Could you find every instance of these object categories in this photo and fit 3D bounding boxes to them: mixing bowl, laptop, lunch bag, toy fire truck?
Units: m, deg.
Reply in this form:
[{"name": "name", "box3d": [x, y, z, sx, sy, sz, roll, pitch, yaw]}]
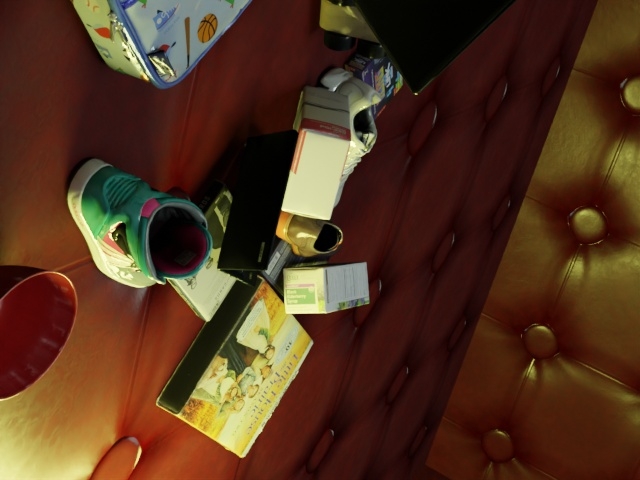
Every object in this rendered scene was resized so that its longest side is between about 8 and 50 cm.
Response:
[{"name": "mixing bowl", "box3d": [-0.408, 0.101, 1.289, 0.181, 0.098, 0.181, -49, 154, -34]}, {"name": "laptop", "box3d": [0.226, -0.485, 1.545, 0.382, 0.236, 0.408, -42, -171, 28]}, {"name": "lunch bag", "box3d": [-0.184, -0.352, 1.271, 0.303, 0.114, 0.243, -56, 155, -22]}, {"name": "laptop", "box3d": [-0.081, -0.046, 1.729, 0.264, 0.136, 0.234, 37, 65, -68]}, {"name": "toy fire truck", "box3d": [0.132, -0.412, 1.799, 0.246, 0.217, 0.159, -63, 163, -45]}]

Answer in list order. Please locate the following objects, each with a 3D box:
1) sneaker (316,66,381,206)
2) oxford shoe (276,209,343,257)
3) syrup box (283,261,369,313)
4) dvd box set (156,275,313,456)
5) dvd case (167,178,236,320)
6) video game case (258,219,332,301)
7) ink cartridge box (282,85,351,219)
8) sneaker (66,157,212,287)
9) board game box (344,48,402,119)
[{"name": "sneaker", "box3d": [0.041, -0.178, 1.942, 0.110, 0.118, 0.292, -39, 146, -49]}, {"name": "oxford shoe", "box3d": [0.000, 0.000, 2.021, 0.097, 0.098, 0.271, -64, 158, 2]}, {"name": "syrup box", "box3d": [0.015, 0.097, 2.130, 0.237, 0.093, 0.096, -6, 93, -65]}, {"name": "dvd box set", "box3d": [-0.159, 0.263, 2.076, 0.308, 0.062, 0.420, -58, 157, -13]}, {"name": "dvd case", "box3d": [-0.191, 0.023, 1.778, 0.179, 0.029, 0.239, -57, 157, -16]}, {"name": "video game case", "box3d": [-0.041, 0.024, 2.123, 0.196, 0.026, 0.274, -59, 159, -11]}, {"name": "ink cartridge box", "box3d": [-0.007, -0.157, 1.779, 0.218, 0.092, 0.159, -93, -164, -62]}, {"name": "sneaker", "box3d": [-0.235, 0.008, 1.463, 0.124, 0.178, 0.295, -56, 157, -19]}, {"name": "board game box", "box3d": [0.109, -0.330, 2.030, 0.141, 0.048, 0.170, -54, 156, -25]}]
